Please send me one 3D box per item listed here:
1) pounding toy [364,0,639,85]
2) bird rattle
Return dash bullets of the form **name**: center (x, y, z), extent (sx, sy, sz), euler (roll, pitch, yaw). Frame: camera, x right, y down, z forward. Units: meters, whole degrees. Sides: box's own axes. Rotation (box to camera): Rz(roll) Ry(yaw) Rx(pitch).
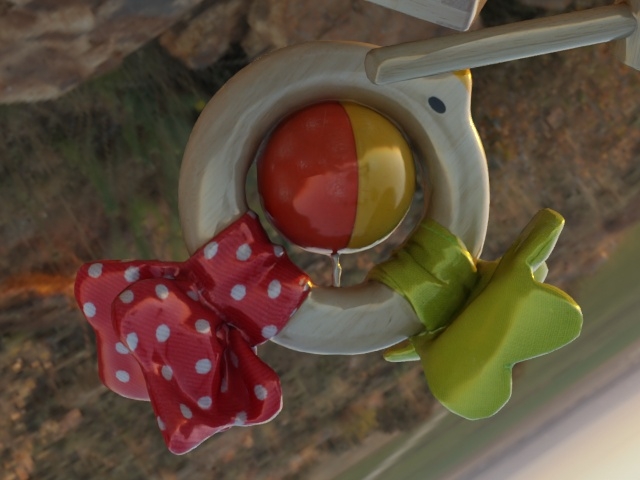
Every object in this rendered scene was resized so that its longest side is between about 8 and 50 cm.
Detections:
- **pounding toy**: center (0.051, -0.137, 0.410), extent (0.181, 0.206, 0.094), euler (-58, 165, -49)
- **bird rattle**: center (0.000, 0.000, 0.592), extent (0.253, 0.207, 0.143), euler (-1, 176, -1)
